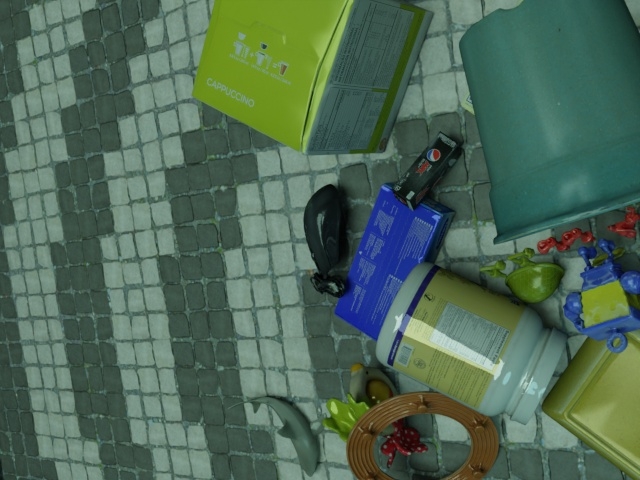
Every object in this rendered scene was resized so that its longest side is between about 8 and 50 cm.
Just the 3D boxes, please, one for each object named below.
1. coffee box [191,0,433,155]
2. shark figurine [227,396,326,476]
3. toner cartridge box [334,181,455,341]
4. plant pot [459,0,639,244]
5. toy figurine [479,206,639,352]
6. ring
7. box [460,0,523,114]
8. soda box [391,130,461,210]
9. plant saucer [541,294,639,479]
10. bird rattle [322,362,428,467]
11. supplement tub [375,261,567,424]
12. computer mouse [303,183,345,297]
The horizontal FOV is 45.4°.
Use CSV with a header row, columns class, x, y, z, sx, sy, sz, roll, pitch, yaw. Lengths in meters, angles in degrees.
class,x,y,z,sx,sy,sz,roll,pitch,yaw
coffee box,-0.020,-0.404,1.660,0.338,0.334,0.338,30,113,28
shark figurine,-0.102,0.474,1.990,0.278,0.116,0.166,39,116,21
toner cartridge box,0.166,0.056,1.762,0.165,0.075,0.347,31,114,26
plant pot,0.385,-0.199,1.194,0.341,0.341,0.333,-20,85,35
toy figurine,0.497,0.110,1.433,0.363,0.191,0.217,-27,59,39
ring,0.225,0.467,1.686,0.337,0.032,0.336,0,120,-1
box,0.410,-0.331,1.449,0.117,0.214,0.242,39,116,23
soda box,0.229,-0.149,1.651,0.053,0.060,0.169,39,85,25
plant saucer,0.633,0.318,1.479,0.333,0.081,0.332,36,116,24
bird rattle,0.141,0.390,1.765,0.143,0.254,0.206,-39,37,38
supplement tub,0.306,0.211,1.569,0.332,0.241,0.240,25,111,15
computer mouse,0.000,0.000,1.830,0.188,0.072,0.272,-174,84,-72
